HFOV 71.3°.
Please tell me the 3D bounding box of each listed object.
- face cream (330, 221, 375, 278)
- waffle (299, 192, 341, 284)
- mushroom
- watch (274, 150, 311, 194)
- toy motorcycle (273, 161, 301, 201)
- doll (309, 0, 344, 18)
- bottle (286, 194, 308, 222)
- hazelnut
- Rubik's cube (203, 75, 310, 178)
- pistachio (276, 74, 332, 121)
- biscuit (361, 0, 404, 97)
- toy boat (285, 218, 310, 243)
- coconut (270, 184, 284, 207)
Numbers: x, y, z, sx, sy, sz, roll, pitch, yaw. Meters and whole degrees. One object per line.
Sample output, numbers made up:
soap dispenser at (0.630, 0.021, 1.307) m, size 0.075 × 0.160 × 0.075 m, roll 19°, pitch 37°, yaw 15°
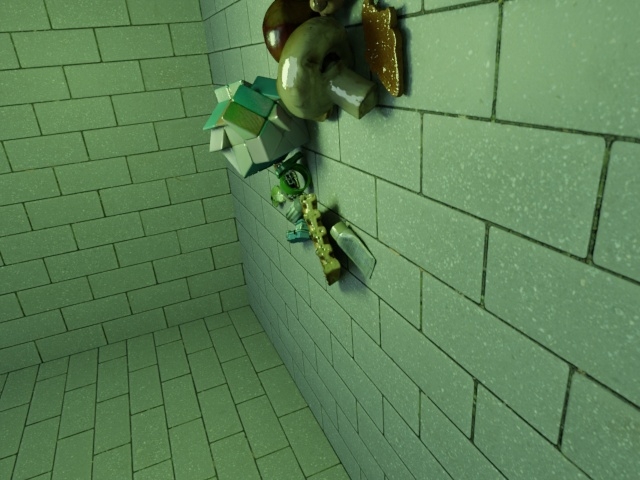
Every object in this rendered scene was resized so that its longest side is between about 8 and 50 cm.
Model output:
face cream at (0.126, 0.031, 1.647) m, size 0.224 × 0.070 × 0.114 m, roll 49°, pitch 149°, yaw 29°
waffle at (0.000, 0.001, 1.819) m, size 0.304 × 0.078 × 0.348 m, roll 76°, pitch 175°, yaw -76°
mushroom at (0.033, -0.483, 1.297) m, size 0.290 × 0.292 × 0.292 m, roll 29°, pitch 137°, yaw 23°
watch at (-0.105, -0.290, 1.962) m, size 0.152 × 0.165 × 0.131 m, roll 51°, pitch 157°, yaw -1°
toy motorcycle at (-0.168, -0.278, 2.154) m, size 0.229 × 0.094 × 0.130 m, roll 62°, pitch 157°, yaw 2°
doll at (0.024, -0.722, 1.213) m, size 0.303 × 0.156 × 0.201 m, roll -61°, pitch -28°, yaw -70°
bottle at (-0.098, -0.142, 2.089) m, size 0.096 × 0.079 × 0.254 m, roll 60°, pitch 158°, yaw 4°
hazelnut at (-0.080, -0.670, 1.437) m, size 0.217 × 0.251 × 0.217 m, roll 19°, pitch 145°, yaw 14°
Rubik's cube at (-0.261, -0.468, 1.818) m, size 0.358 × 0.387 × 0.368 m, roll -2°, pitch 115°, yaw 41°
pistachio at (-0.049, -0.523, 1.610) m, size 0.260 × 0.163 × 0.212 m, roll 54°, pitch 175°, yaw 19°
biscuit at (0.170, -0.510, 1.180) m, size 0.183 × 0.043 × 0.280 m, roll 137°, pitch 113°, yaw -72°
toy boat at (-0.106, -0.044, 2.156) m, size 0.238 × 0.109 × 0.098 m, roll 159°, pitch 117°, yaw -67°
coconut at (-0.243, -0.243, 2.450) m, size 0.133 × 0.055 × 0.158 m, roll 69°, pitch 158°, yaw 15°
